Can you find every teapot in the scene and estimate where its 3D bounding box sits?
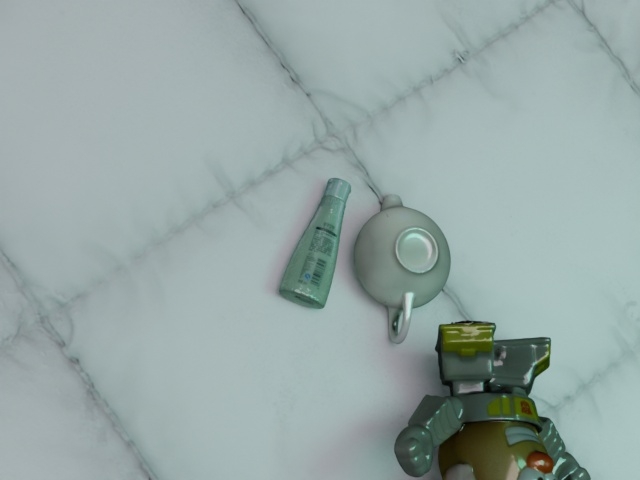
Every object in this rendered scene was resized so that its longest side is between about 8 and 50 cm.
[{"bbox_3d":[0.118,0.034,1.833,0.145,0.092,0.226,10,74,-16],"label":"teapot"}]

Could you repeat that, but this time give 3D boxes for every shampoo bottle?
[{"bbox_3d":[0.000,0.000,1.823,0.069,0.041,0.190,21,68,-7],"label":"shampoo bottle"}]

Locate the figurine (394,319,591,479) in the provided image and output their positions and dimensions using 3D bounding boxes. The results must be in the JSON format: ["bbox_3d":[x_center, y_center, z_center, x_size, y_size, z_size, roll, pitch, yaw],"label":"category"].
[{"bbox_3d":[0.238,0.270,1.756,0.343,0.167,0.284,8,68,-17],"label":"figurine"}]
